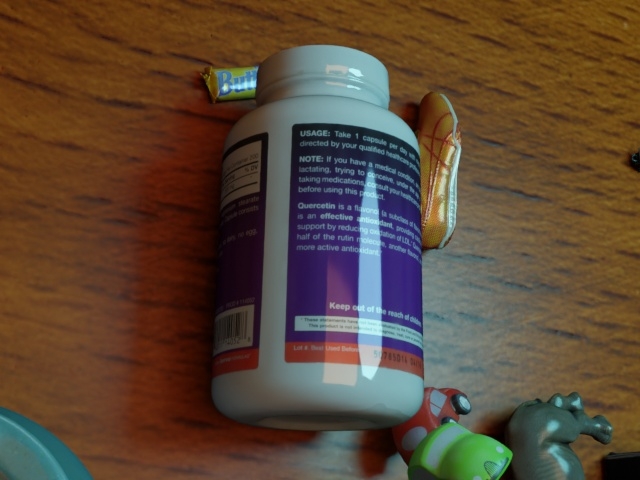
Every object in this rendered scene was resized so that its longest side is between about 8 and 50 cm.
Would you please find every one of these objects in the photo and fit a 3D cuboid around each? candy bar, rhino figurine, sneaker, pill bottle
[{"bbox_3d":[-0.044,-0.162,0.994,0.161,0.018,0.040,-9,79,-28],"label":"candy bar"},{"bbox_3d":[0.234,0.269,0.961,0.106,0.073,0.243,4,74,-28],"label":"rhino figurine"},{"bbox_3d":[0.107,-0.078,1.014,0.067,0.064,0.175,9,68,-12],"label":"sneaker"},{"bbox_3d":[0.000,0.000,0.872,0.182,0.181,0.323,9,71,-22],"label":"pill bottle"}]

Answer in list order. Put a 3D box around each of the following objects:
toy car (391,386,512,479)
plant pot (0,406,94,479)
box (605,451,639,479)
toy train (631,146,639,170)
[{"bbox_3d":[0.080,0.189,0.828,0.053,0.225,0.239,47,62,-3],"label":"toy car"},{"bbox_3d":[-0.249,0.217,0.626,0.272,0.255,0.271,7,64,-16],"label":"plant pot"},{"bbox_3d":[0.473,0.384,0.976,0.313,0.179,0.343,8,72,-24],"label":"box"},{"bbox_3d":[0.443,-0.093,1.186,0.158,0.036,0.027,4,73,-24],"label":"toy train"}]
